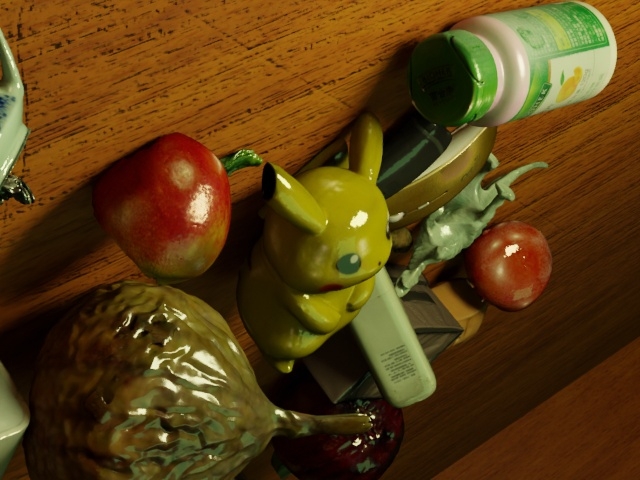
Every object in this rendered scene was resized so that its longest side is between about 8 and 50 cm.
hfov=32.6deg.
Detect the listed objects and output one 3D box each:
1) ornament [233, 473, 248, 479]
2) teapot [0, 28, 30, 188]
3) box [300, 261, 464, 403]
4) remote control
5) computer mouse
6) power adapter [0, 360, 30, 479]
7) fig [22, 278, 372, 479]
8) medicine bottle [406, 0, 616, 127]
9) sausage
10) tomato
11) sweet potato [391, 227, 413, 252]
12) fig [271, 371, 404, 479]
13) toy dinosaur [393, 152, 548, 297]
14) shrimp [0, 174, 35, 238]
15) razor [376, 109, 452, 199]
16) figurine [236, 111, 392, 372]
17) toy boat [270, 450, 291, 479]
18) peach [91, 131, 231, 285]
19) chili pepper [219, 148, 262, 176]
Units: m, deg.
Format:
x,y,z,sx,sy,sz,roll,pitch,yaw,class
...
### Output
x,y,z,sx,sy,sz,roll,pitch,yaw,class
-0.196,0.589,2.049,0.240,0.239,0.239,-37,157,-4,ornament
-0.299,-0.071,0.778,0.232,0.159,0.159,-56,156,7,teapot
0.091,0.147,1.765,0.188,0.153,0.252,-44,159,14,box
0.082,0.117,1.585,0.090,0.038,0.309,-25,114,5,remote control
0.159,-0.087,1.553,0.245,0.056,0.126,-33,157,-10,computer mouse
-0.376,0.172,1.114,0.125,0.130,0.205,-15,147,-45,power adapter
-0.128,0.182,1.211,0.369,0.286,0.286,1,157,7,fig
0.230,-0.211,1.319,0.274,0.133,0.133,-17,150,-40,medicine bottle
0.210,0.141,1.978,0.241,0.120,0.136,-14,151,-52,sausage
0.337,0.042,1.943,0.167,0.167,0.167,-33,157,-16,tomato
0.120,-0.003,1.676,0.041,0.038,0.153,-19,169,9,sweet potato
0.026,0.331,1.938,0.263,0.224,0.224,-41,160,32,fig
0.241,-0.056,1.696,0.393,0.092,0.205,-42,169,-45,toy dinosaur
-0.323,0.006,0.953,0.174,0.076,0.082,-46,133,-4,shrimp
0.102,-0.105,1.426,0.148,0.054,0.090,-42,154,4,razor
-0.002,0.005,1.336,0.218,0.169,0.326,-42,167,-40,figurine
0.011,0.346,2.108,0.293,0.093,0.055,-41,140,5,toy boat
-0.145,-0.031,1.095,0.118,0.151,0.151,-34,161,22,peach
-0.107,-0.074,1.201,0.091,0.034,0.030,-36,-169,-11,chili pepper
